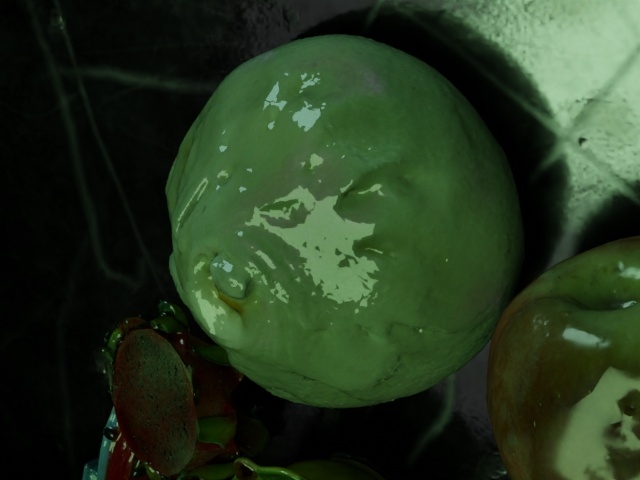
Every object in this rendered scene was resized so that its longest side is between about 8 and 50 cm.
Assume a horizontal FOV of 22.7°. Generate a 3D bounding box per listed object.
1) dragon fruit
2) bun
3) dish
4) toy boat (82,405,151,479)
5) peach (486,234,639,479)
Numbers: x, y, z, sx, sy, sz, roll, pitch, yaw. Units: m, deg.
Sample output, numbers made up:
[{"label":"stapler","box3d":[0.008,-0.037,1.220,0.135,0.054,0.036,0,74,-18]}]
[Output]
[{"label":"dragon fruit","box3d":[-0.109,0.129,1.263,0.142,0.175,0.138,-40,60,19]},{"label":"bun","box3d":[0.000,0.000,1.130,0.283,0.179,0.283,9,112,23]},{"label":"dish","box3d":[0.015,0.227,1.265,0.148,0.080,0.208,-23,110,42]},{"label":"toy boat","box3d":[-0.164,0.186,1.356,0.058,0.069,0.173,34,125,31]},{"label":"peach","box3d":[0.219,0.124,1.055,0.214,0.214,0.236,-11,111,30]}]
